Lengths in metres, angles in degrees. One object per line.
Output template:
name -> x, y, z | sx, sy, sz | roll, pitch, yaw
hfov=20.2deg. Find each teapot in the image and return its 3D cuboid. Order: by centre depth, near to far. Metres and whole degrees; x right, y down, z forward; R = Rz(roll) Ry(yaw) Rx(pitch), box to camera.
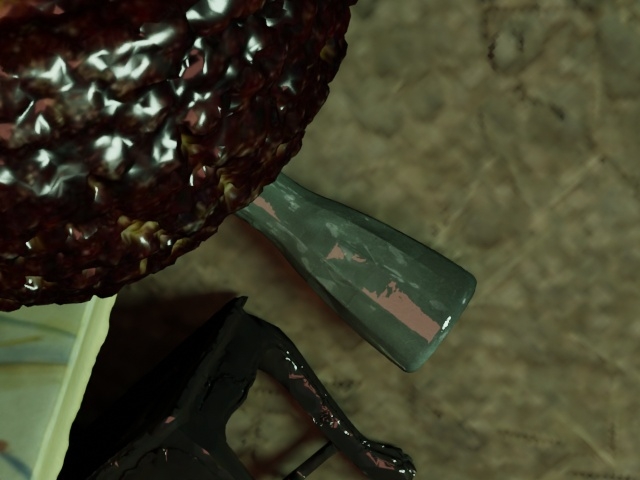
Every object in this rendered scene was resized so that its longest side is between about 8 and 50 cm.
teapot -> 0.000, 0.000, 0.642 | 0.111, 0.043, 0.043 | 35, 113, 0

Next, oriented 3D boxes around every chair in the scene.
chair -> -0.090, 0.059, 0.646 | 0.229, 0.106, 0.113 | 45, 113, -8

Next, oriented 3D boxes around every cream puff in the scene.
cream puff -> -0.106, -0.083, 0.543 | 0.239, 0.239, 0.165 | 12, 146, 7

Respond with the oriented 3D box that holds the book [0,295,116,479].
book -> -0.173, 0.039, 0.585 | 0.201, 0.289, 0.026 | 8, 148, 8
